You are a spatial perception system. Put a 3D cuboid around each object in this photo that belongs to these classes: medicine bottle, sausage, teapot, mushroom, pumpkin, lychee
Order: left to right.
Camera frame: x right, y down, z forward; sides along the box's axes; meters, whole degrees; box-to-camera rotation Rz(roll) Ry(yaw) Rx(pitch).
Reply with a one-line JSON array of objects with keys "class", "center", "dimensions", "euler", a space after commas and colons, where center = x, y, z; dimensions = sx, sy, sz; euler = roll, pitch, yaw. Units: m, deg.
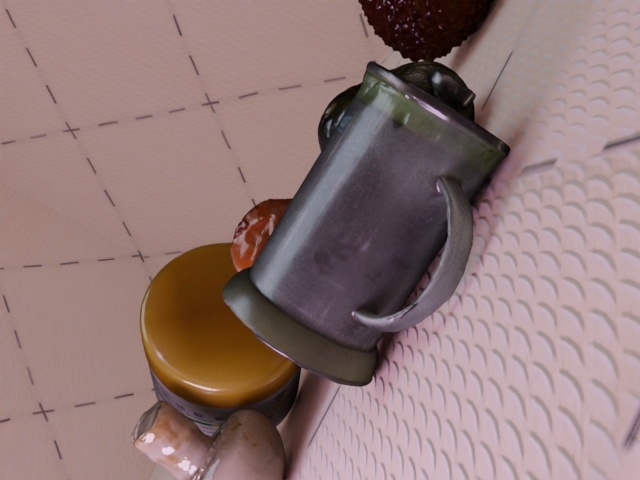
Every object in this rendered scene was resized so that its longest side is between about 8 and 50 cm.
[{"class": "mushroom", "center": [-0.147, 0.314, 1.147], "dimensions": [0.206, 0.209, 0.206], "euler": [-33, 51, 53]}, {"class": "medicine bottle", "center": [-0.141, 0.161, 1.309], "dimensions": [0.232, 0.237, 0.238], "euler": [98, -166, -56]}, {"class": "sausage", "center": [0.000, 0.002, 1.169], "dimensions": [0.258, 0.133, 0.133], "euler": [-12, -29, -35]}, {"class": "teapot", "center": [0.069, -0.020, 0.946], "dimensions": [0.337, 0.200, 0.270], "euler": [-59, 32, 10]}, {"class": "pumpkin", "center": [0.100, -0.159, 1.188], "dimensions": [0.223, 0.157, 0.224], "euler": [-25, 18, 9]}, {"class": "lychee", "center": [0.189, -0.470, 1.550], "dimensions": [0.276, 0.275, 0.304], "euler": [-90, 4, -77]}]
